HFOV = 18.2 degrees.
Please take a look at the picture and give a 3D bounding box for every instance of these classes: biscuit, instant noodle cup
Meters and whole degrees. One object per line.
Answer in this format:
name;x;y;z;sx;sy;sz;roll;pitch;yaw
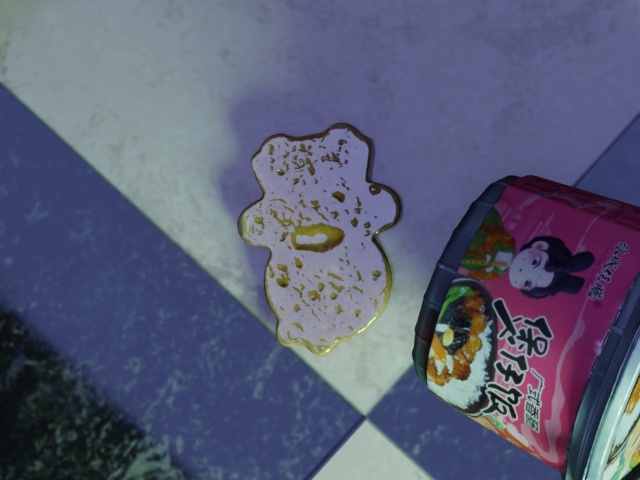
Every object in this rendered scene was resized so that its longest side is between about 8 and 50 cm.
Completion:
biscuit;0.004;-0.004;1.629;0.133;0.027;0.184;-20;90;5
instant noodle cup;0.184;0.061;1.517;0.182;0.258;0.302;24;59;20
